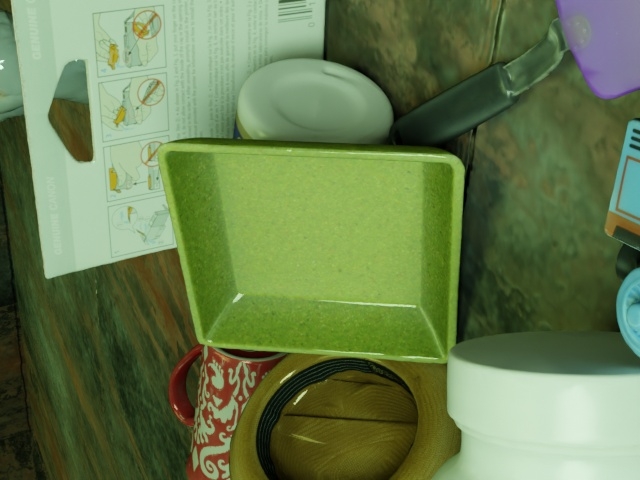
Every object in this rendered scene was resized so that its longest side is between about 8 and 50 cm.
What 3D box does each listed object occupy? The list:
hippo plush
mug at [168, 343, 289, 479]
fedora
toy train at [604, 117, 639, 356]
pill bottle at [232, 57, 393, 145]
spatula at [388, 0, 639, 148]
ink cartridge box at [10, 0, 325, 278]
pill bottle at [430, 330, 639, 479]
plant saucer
[{"bbox_3d":[-0.351,-0.252,1.226,0.294,0.237,0.234,-7,95,66],"label":"hippo plush"},{"bbox_3d":[-0.092,0.160,0.986,0.113,0.150,0.169,-67,-14,-60],"label":"mug"},{"bbox_3d":[0.026,0.154,0.736,0.079,0.194,0.194,51,179,-43],"label":"fedora"},{"bbox_3d":[0.185,0.016,0.371,0.184,0.080,0.105,38,129,56],"label":"toy train"},{"bbox_3d":[-0.016,-0.032,0.747,0.112,0.112,0.186,58,150,37],"label":"pill bottle"},{"bbox_3d":[0.110,-0.093,0.538,0.296,0.030,0.084,-29,77,65],"label":"spatula"},{"bbox_3d":[-0.113,-0.120,0.761,0.060,0.239,0.275,46,142,49],"label":"ink cartridge box"},{"bbox_3d":[0.125,0.182,0.476,0.153,0.153,0.264,-175,84,-65],"label":"pill bottle"},{"bbox_3d":[0.000,0.000,0.664,0.045,0.188,0.188,-78,-12,-46],"label":"plant saucer"}]
